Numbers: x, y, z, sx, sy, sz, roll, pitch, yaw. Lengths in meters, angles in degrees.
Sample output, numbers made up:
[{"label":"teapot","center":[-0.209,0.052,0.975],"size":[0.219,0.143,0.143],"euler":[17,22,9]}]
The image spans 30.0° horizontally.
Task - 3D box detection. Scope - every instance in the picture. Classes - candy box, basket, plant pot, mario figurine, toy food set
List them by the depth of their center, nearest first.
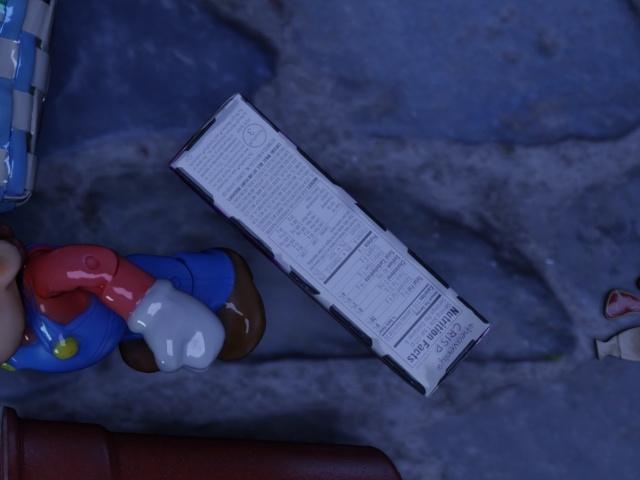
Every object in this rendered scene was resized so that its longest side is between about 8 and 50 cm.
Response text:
[{"label":"mario figurine","center":[-0.186,0.069,0.756],"size":[0.198,0.320,0.170],"euler":[-52,57,24]},{"label":"basket","center":[-0.323,-0.134,0.779],"size":[0.289,0.201,0.255],"euler":[7,84,-16]},{"label":"plant pot","center":[-0.082,0.245,0.812],"size":[0.265,0.272,0.272],"euler":[0,92,-15]},{"label":"candy box","center":[0.000,0.000,0.852],"size":[0.233,0.159,0.071],"euler":[43,88,-8]},{"label":"toy food set","center":[0.281,0.058,0.963],"size":[0.122,0.019,0.078],"euler":[-1,92,0]}]
